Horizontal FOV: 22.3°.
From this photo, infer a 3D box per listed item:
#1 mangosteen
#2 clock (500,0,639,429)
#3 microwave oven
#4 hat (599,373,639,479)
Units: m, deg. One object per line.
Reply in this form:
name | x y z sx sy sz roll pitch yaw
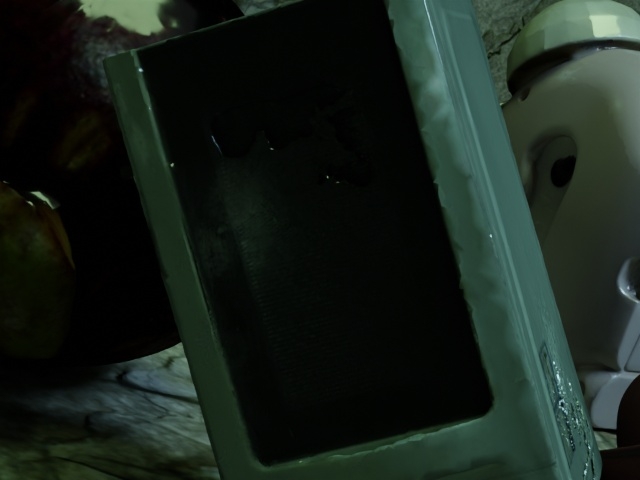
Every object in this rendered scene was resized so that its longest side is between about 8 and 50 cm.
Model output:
mangosteen | -0.187 -0.045 1.049 0.307 0.306 0.347 23 40 28
clock | 0.250 -0.026 1.468 0.184 0.342 0.326 16 18 -34
microwave oven | 0.021 0.027 0.858 0.181 0.295 0.237 -16 2 12
hat | 0.286 0.126 1.197 0.206 0.089 0.205 -13 -6 -1
